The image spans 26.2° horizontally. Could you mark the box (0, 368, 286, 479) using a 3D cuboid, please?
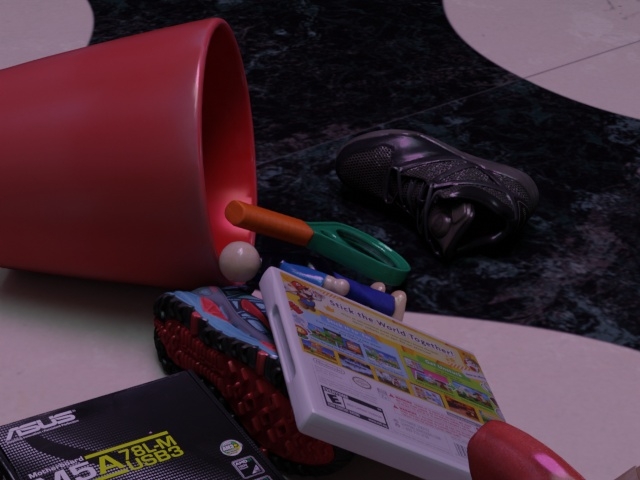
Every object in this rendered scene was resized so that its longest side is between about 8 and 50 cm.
[{"bbox_3d":[-0.146,0.189,1.094,0.190,0.045,0.184,-14,38,-28],"label":"box"}]

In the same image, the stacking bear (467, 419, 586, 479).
[{"bbox_3d":[0.062,0.272,0.882,0.289,0.175,0.164,-28,28,-25],"label":"stacking bear"}]

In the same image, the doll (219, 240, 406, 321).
[{"bbox_3d":[-0.009,0.037,1.265,0.189,0.046,0.129,19,0,-32],"label":"doll"}]

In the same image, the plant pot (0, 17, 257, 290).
[{"bbox_3d":[-0.203,-0.074,1.345,0.243,0.275,0.275,-4,30,8],"label":"plant pot"}]

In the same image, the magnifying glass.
[{"bbox_3d":[0.000,0.000,1.337,0.231,0.026,0.092,20,17,-44],"label":"magnifying glass"}]

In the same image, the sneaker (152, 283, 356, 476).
[{"bbox_3d":[-0.035,0.102,1.194,0.125,0.104,0.262,-17,37,-33],"label":"sneaker"}]

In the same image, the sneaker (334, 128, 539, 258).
[{"bbox_3d":[0.111,-0.052,1.476,0.227,0.087,0.130,20,28,15],"label":"sneaker"}]

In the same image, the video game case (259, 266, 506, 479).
[{"bbox_3d":[0.063,0.123,1.143,0.227,0.026,0.206,24,24,-24],"label":"video game case"}]

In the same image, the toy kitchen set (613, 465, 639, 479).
[{"bbox_3d":[0.255,0.226,1.058,0.068,0.083,0.075,40,24,-21],"label":"toy kitchen set"}]
